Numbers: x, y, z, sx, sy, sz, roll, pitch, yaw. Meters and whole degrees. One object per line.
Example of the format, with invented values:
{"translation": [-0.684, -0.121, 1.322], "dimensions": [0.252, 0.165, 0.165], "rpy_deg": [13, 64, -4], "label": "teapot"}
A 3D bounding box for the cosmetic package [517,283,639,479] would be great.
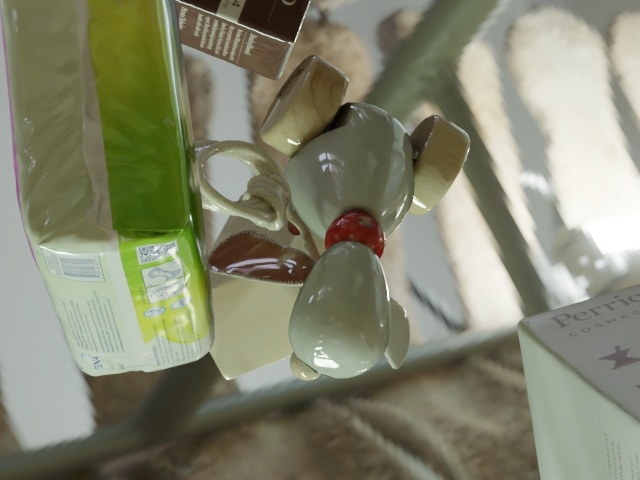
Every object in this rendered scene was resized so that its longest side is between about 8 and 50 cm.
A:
{"translation": [0.416, 0.234, 1.762], "dimensions": [0.394, 0.329, 0.327], "rpy_deg": [-138, 35, -67], "label": "cosmetic package"}

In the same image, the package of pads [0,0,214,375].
{"translation": [-0.133, -0.086, 1.188], "dimensions": [0.229, 0.101, 0.296], "rpy_deg": [88, 175, -67], "label": "package of pads"}

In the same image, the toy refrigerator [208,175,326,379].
{"translation": [-0.034, 0.024, 1.781], "dimensions": [0.094, 0.102, 0.269], "rpy_deg": [63, -163, -15], "label": "toy refrigerator"}

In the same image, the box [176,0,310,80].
{"translation": [-0.101, -0.291, 2.002], "dimensions": [0.203, 0.167, 0.168], "rpy_deg": [20, -100, -3], "label": "box"}

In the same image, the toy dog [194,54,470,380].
{"translation": [0.000, 0.000, 1.516], "dimensions": [0.220, 0.161, 0.334], "rpy_deg": [39, -145, 5], "label": "toy dog"}
